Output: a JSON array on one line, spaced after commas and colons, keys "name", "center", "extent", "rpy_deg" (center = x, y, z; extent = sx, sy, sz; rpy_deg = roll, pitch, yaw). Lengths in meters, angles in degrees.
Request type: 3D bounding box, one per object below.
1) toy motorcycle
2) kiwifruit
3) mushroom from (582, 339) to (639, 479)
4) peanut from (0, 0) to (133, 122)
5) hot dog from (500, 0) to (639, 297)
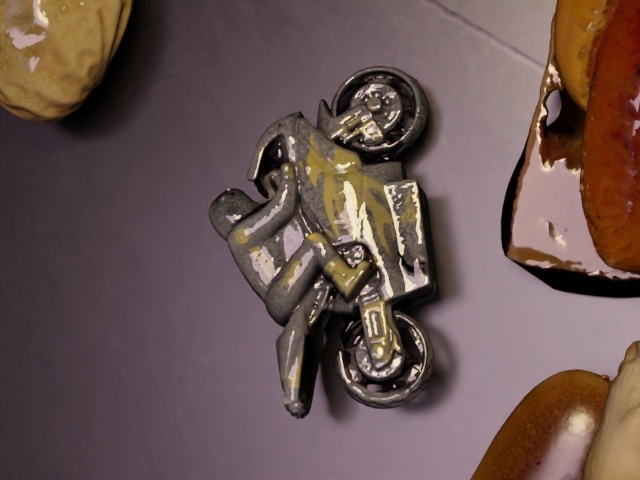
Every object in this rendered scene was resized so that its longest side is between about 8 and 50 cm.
[{"name": "toy motorcycle", "center": [0.000, 0.000, 1.056], "extent": [0.124, 0.061, 0.193], "rpy_deg": [-4, 76, 11]}, {"name": "kiwifruit", "center": [0.119, 0.123, 0.998], "extent": [0.075, 0.075, 0.124], "rpy_deg": [30, 98, 19]}, {"name": "mushroom", "center": [0.229, 0.245, 0.891], "extent": [0.224, 0.314, 0.397], "rpy_deg": [-1, 48, -13]}, {"name": "peanut", "center": [-0.156, -0.164, 1.115], "extent": [0.093, 0.083, 0.194], "rpy_deg": [-4, 81, 17]}, {"name": "hot dog", "center": [0.210, -0.119, 0.982], "extent": [0.194, 0.107, 0.326], "rpy_deg": [17, 89, 18]}]
